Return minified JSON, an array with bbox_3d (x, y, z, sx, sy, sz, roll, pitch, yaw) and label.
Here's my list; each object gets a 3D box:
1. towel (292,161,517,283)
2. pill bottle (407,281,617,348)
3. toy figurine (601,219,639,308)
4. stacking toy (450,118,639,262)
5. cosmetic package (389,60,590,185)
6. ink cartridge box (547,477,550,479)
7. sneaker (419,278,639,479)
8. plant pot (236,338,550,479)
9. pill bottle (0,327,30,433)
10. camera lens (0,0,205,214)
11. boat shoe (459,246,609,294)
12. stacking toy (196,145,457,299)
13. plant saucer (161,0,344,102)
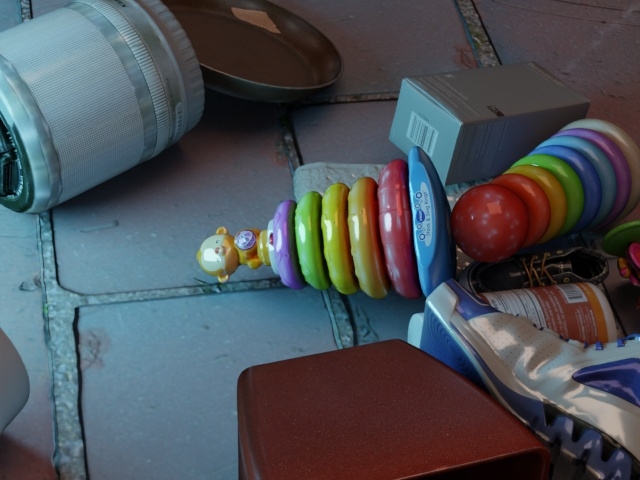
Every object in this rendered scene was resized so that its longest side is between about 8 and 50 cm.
[{"bbox_3d":[0.106,-0.018,1.708,0.282,0.049,0.187,3,45,-4],"label":"towel"},{"bbox_3d":[0.215,0.117,1.539,0.216,0.121,0.121,-6,47,-12],"label":"pill bottle"},{"bbox_3d":[0.421,0.071,1.606,0.173,0.130,0.159,17,48,-37],"label":"toy figurine"},{"bbox_3d":[0.265,-0.046,1.628,0.141,0.141,0.330,33,33,23],"label":"stacking toy"},{"bbox_3d":[0.223,-0.157,1.784,0.238,0.107,0.127,-16,43,-34],"label":"cosmetic package"},{"bbox_3d":[0.242,0.279,1.422,0.115,0.067,0.198,9,44,1],"label":"ink cartridge box"},{"bbox_3d":[0.262,0.147,1.408,0.182,0.127,0.315,-36,66,-25],"label":"sneaker"},{"bbox_3d":[0.038,0.245,1.313,0.267,0.267,0.236,-9,36,-15],"label":"plant pot"},{"bbox_3d":[-0.469,0.223,1.280,0.224,0.224,0.392,25,48,17],"label":"pill bottle"},{"bbox_3d":[-0.310,-0.174,1.687,0.274,0.219,0.219,-30,56,-31],"label":"camera lens"},{"bbox_3d":[0.253,0.038,1.606,0.183,0.083,0.065,-3,73,-36],"label":"boat shoe"},{"bbox_3d":[0.000,0.000,1.579,0.301,0.166,0.175,-6,77,11],"label":"stacking toy"},{"bbox_3d":[-0.120,-0.270,1.868,0.310,0.050,0.311,17,28,-10],"label":"plant saucer"}]
